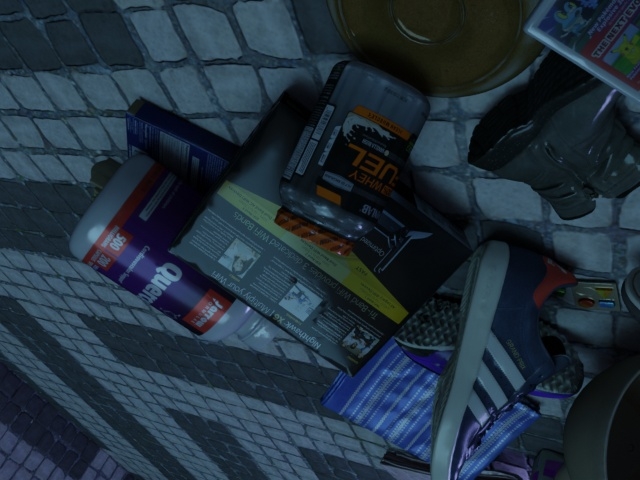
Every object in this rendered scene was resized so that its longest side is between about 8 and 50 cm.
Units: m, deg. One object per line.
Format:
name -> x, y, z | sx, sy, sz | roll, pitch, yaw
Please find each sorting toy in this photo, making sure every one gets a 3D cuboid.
sorting toy -> 0.353, 0.075, 0.874 | 0.083, 0.012, 0.062 | 0, 138, 34

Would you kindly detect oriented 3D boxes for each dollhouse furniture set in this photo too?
dollhouse furniture set -> -0.378, -0.020, 1.131 | 0.101, 0.161, 0.182 | 29, 145, -2

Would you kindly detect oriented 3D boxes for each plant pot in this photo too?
plant pot -> 0.106, -0.228, 0.632 | 0.236, 0.032, 0.236 | 18, 145, 13
plant pot -> 0.446, 0.282, 0.886 | 0.284, 0.284, 0.191 | 33, 166, -8

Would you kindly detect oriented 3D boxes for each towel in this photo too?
towel -> 0.333, 0.564, 1.469 | 0.317, 0.053, 0.332 | 2, 147, 32
towel -> 0.189, 0.301, 1.183 | 0.336, 0.040, 0.243 | 30, 121, -2

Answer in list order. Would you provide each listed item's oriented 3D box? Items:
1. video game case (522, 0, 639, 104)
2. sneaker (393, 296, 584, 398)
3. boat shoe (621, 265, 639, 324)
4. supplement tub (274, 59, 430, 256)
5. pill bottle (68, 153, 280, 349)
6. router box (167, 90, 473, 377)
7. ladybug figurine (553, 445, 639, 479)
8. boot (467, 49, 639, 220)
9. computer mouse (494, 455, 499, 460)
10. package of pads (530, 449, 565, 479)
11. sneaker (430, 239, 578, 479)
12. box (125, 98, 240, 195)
video game case -> 0.285, -0.195, 0.478 | 0.183, 0.023, 0.201 | 31, 119, -4
sneaker -> 0.252, 0.177, 1.016 | 0.293, 0.102, 0.146 | 17, 151, 22
boat shoe -> 0.499, 0.134, 0.763 | 0.335, 0.112, 0.095 | 21, 141, 4
supplement tub -> 0.030, -0.086, 0.711 | 0.117, 0.190, 0.117 | 25, -176, -2
pill bottle -> -0.194, 0.028, 0.986 | 0.323, 0.181, 0.181 | 36, 145, -14
router box -> 0.000, 0.000, 0.853 | 0.309, 0.081, 0.243 | 37, 109, -12
ladybug figurine -> 0.592, 0.470, 1.031 | 0.449, 0.162, 0.305 | 30, 112, 18
boot -> 0.276, -0.115, 0.641 | 0.161, 0.083, 0.246 | 24, 148, -16
computer mouse -> 0.230, 0.359, 1.295 | 0.272, 0.072, 0.188 | 12, 143, 3
package of pads -> 0.518, 0.547, 1.187 | 0.297, 0.229, 0.101 | 16, 145, 16
sneaker -> 0.241, 0.182, 0.864 | 0.148, 0.131, 0.350 | 14, 103, 4
box -> -0.184, -0.111, 0.985 | 0.225, 0.036, 0.136 | 27, 147, 2
